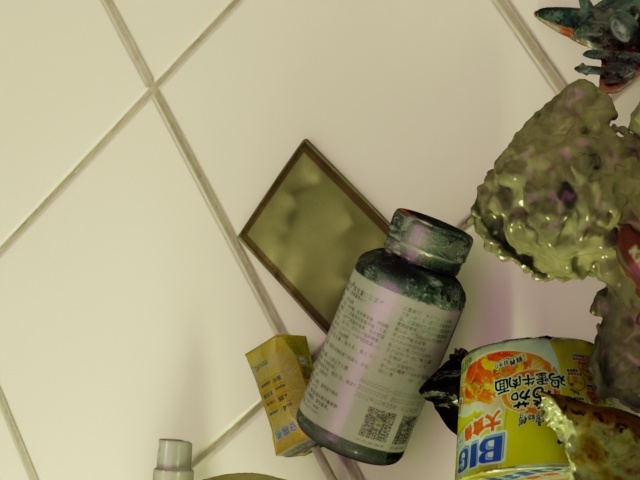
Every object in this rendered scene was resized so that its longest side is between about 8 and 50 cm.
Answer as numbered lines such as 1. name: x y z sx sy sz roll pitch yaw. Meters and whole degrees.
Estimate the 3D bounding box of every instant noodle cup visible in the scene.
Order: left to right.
1. instant noodle cup: 0.234 0.198 1.648 0.205 0.205 0.153 -18 63 34

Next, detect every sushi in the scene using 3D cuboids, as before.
1. sushi: 0.173 0.176 1.751 0.056 0.085 0.083 -15 116 45

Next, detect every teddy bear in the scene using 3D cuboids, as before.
1. teddy bear: 0.325 0.001 1.531 0.367 0.224 0.357 13 101 12

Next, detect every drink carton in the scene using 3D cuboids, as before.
1. drink carton: -0.030 0.222 1.914 0.084 0.074 0.200 -33 64 30

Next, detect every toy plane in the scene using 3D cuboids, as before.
1. toy plane: 0.339 -0.240 1.667 0.223 0.104 0.326 -35 37 -19

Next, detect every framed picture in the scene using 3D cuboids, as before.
1. framed picture: 0.000 0.000 1.962 0.231 0.010 0.173 48 112 32

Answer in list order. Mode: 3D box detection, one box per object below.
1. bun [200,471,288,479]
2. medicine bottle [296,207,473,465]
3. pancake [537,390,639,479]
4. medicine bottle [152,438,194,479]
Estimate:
1. bun: -0.061 0.444 1.740 0.364 0.202 0.364 1 91 38
2. medicine bottle: 0.084 0.112 1.799 0.141 0.141 0.293 28 101 37
3. pancake: 0.351 0.284 1.511 0.376 0.197 0.054 39 142 -2
4. medicine bottle: -0.205 0.441 1.991 0.110 0.110 0.352 1 83 37
